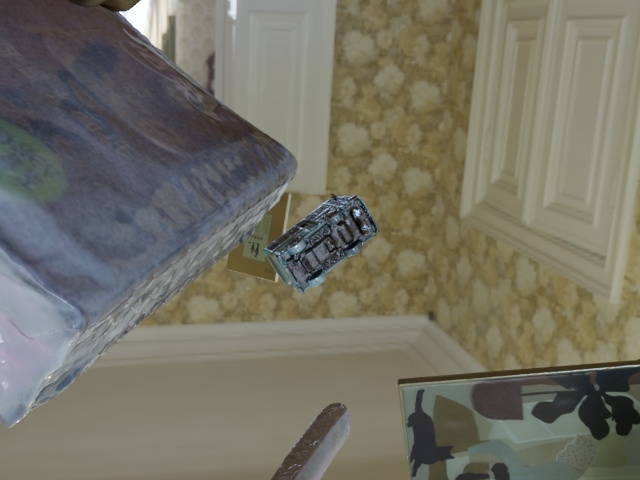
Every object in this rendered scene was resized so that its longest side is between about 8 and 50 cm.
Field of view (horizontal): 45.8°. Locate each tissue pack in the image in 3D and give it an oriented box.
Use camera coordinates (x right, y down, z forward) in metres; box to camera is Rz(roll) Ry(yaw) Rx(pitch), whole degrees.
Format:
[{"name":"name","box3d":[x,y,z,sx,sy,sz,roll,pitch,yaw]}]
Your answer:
[{"name":"tissue pack","box3d":[-0.205,-0.070,0.599,0.288,0.124,0.394,42,-156,1]}]

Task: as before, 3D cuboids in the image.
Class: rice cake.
[{"name":"rice cake","box3d":[-0.034,0.436,1.416,0.064,0.070,0.399,2,-156,26]}]

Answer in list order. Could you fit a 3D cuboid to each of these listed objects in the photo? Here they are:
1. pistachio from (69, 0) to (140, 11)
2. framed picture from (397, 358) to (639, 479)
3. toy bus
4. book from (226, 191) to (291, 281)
[{"name":"pistachio","box3d":[-0.143,-0.296,0.506,0.212,0.260,0.163,-31,168,40]},{"name":"framed picture","box3d":[0.164,0.155,0.559,0.201,0.136,0.010,-6,-161,7]},{"name":"toy bus","box3d":[0.000,0.000,1.159,0.160,0.079,0.092,-38,-157,-16]},{"name":"book","box3d":[-0.119,-0.016,1.453,0.118,0.172,0.012,13,-172,28]}]
